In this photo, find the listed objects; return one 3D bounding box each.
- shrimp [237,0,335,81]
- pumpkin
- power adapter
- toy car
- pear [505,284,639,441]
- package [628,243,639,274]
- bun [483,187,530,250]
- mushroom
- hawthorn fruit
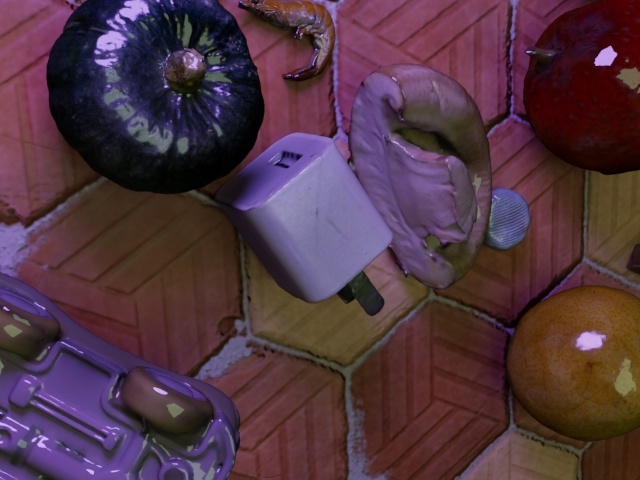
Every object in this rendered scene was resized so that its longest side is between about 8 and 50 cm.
[{"bbox_3d":[-0.038,-0.225,0.962,0.127,0.025,0.091,14,95,-31],"label":"shrimp"},{"bbox_3d":[-0.152,-0.148,0.847,0.212,0.152,0.211,-6,102,-31],"label":"pumpkin"},{"bbox_3d":[0.000,0.000,0.969,0.125,0.130,0.205,-41,117,-14],"label":"power adapter"},{"bbox_3d":[-0.259,0.187,0.851,0.336,0.226,0.242,28,87,-3],"label":"toy car"},{"bbox_3d":[0.355,0.159,1.143,0.209,0.209,0.208,-6,103,-26],"label":"pear"},{"bbox_3d":[0.516,0.045,1.275,0.131,0.071,0.047,18,86,-30],"label":"package"},{"bbox_3d":[0.230,-0.028,1.128,0.083,0.045,0.083,-4,99,-26],"label":"bun"},{"bbox_3d":[0.137,-0.092,1.018,0.151,0.156,0.285,-38,127,-29],"label":"mushroom"},{"bbox_3d":[0.346,-0.195,1.073,0.250,0.215,0.215,16,93,-19],"label":"hawthorn fruit"}]
